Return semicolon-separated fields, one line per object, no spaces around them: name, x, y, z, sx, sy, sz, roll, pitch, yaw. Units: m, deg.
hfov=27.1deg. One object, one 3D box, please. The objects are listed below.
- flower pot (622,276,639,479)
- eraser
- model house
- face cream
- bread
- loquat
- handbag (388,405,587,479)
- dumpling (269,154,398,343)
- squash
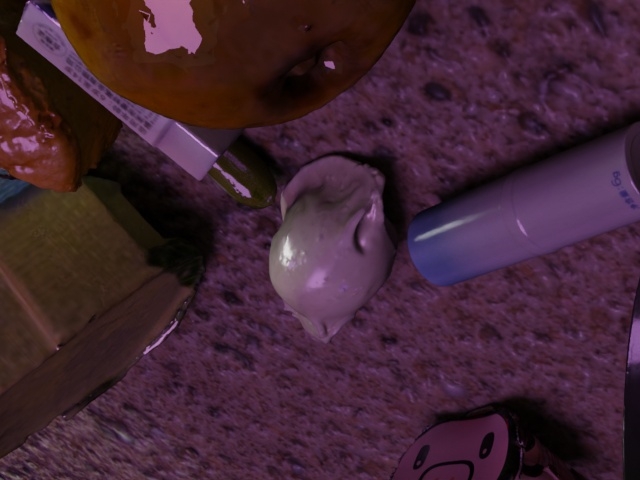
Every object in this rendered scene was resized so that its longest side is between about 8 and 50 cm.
flower pot;0.341;0.128;1.069;0.166;0.269;0.269;3;137;4
eraser;-0.149;-0.166;1.183;0.210;0.124;0.068;40;144;-5
model house;-0.330;0.048;1.440;0.266;0.321;0.261;48;160;9
face cream;0.183;-0.026;1.122;0.077;0.077;0.250;48;140;-17
bread;-0.308;-0.175;1.279;0.261;0.160;0.147;37;136;6
loquat;-0.066;-0.215;0.975;0.275;0.275;0.274;21;141;18
handbag;0.170;0.272;1.379;0.116;0.179;0.205;41;145;-20
dumpling;0.003;-0.002;1.277;0.111;0.181;0.155;24;-165;-49
squash;-0.117;-0.095;1.299;0.183;0.052;0.052;36;143;1
